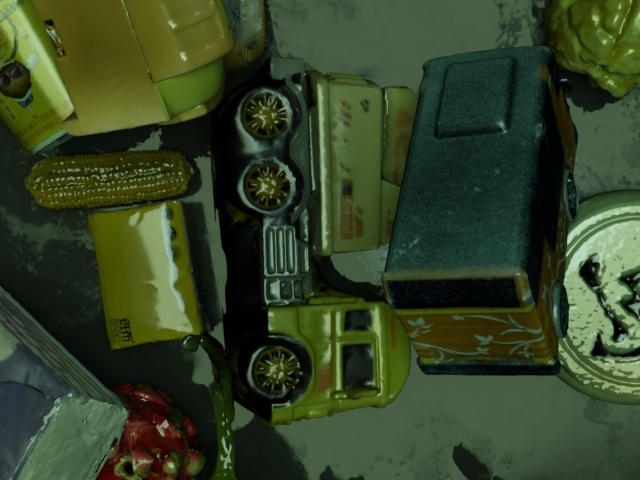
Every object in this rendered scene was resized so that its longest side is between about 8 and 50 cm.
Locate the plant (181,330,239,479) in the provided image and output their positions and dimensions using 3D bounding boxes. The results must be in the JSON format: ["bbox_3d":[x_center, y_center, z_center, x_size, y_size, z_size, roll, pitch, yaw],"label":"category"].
[{"bbox_3d":[-0.083,0.278,1.121,0.180,0.251,0.333,20,91,14],"label":"plant"}]

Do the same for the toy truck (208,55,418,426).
[{"bbox_3d":[0.000,0.000,1.190,0.254,0.180,0.405,-1,89,-10],"label":"toy truck"}]

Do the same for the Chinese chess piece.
[{"bbox_3d":[0.358,0.065,1.203,0.250,0.101,0.250,0,92,5],"label":"Chinese chess piece"}]

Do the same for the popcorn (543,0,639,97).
[{"bbox_3d":[0.328,-0.256,1.175,0.142,0.173,0.173,-12,90,-17],"label":"popcorn"}]

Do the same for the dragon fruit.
[{"bbox_3d":[-0.218,0.253,1.214,0.160,0.172,0.166,-9,91,4],"label":"dragon fruit"}]

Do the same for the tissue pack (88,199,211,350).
[{"bbox_3d":[-0.205,0.042,1.253,0.120,0.082,0.169,-9,91,6],"label":"tissue pack"}]

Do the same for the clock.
[{"bbox_3d":[-0.172,-0.274,1.133,0.200,0.317,0.244,-7,115,17],"label":"clock"}]

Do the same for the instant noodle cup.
[{"bbox_3d":[-0.334,-0.234,1.209,0.215,0.215,0.236,-29,99,4],"label":"instant noodle cup"}]

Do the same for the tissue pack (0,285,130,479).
[{"bbox_3d":[-0.394,0.196,1.178,0.343,0.125,0.242,32,94,39],"label":"tissue pack"}]

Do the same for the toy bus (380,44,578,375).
[{"bbox_3d":[0.177,-0.037,1.095,0.162,0.194,0.323,-3,54,24],"label":"toy bus"}]

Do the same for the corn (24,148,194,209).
[{"bbox_3d":[-0.257,-0.074,1.262,0.207,0.068,0.068,-3,91,3],"label":"corn"}]
